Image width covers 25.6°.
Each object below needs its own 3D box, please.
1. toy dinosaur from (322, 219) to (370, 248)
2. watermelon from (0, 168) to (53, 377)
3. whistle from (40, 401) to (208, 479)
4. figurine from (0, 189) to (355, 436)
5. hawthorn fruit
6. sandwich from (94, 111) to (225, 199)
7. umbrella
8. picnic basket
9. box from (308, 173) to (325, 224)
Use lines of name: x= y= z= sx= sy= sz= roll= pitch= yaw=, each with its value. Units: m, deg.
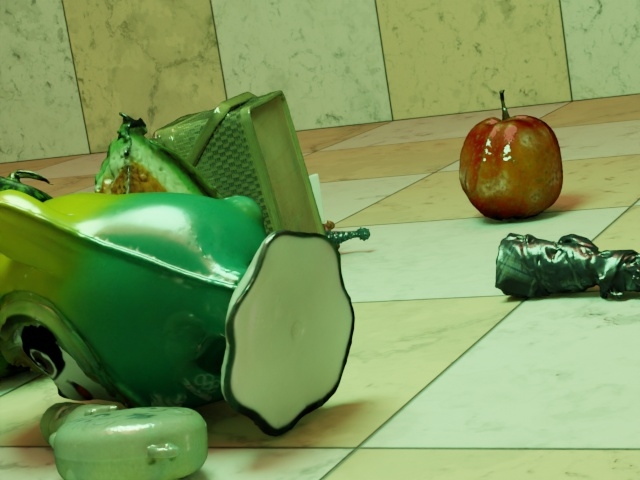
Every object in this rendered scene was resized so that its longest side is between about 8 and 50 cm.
toy dinosaur: x=0.000 y=0.000 z=2.031 sx=0.154 sy=0.049 sz=0.055 roll=-11 pitch=6 yaw=20
watermelon: x=-0.402 y=0.039 z=1.629 sx=0.269 sy=0.269 sz=0.269 roll=-9 pitch=10 yaw=2
whistle: x=-0.178 y=0.172 z=1.196 sx=0.126 sy=0.067 sz=0.258 roll=-4 pitch=2 yaw=-29
figurine: x=-0.156 y=0.053 z=1.323 sx=0.340 sy=0.231 sz=0.323 roll=11 pitch=-22 yaw=32
hawthorn fruit: x=0.282 y=-0.128 z=2.097 sx=0.157 sy=0.194 sz=0.157 roll=-4 pitch=0 yaw=0
sandwich: x=-0.179 y=0.020 z=1.646 sx=0.109 sy=0.292 sz=0.212 roll=-24 pitch=39 yaw=40
umbrella: x=0.305 y=0.031 z=1.564 sx=0.224 sy=0.080 sz=0.071 roll=2 pitch=-20 yaw=36
picnic basket: x=-0.099 y=-0.058 z=1.859 sx=0.139 sy=0.267 sz=0.165 roll=-13 pitch=12 yaw=19
box: x=-0.149 y=-0.033 z=2.189 sx=0.260 sy=0.111 sz=0.194 roll=-2 pitch=12 yaw=45
